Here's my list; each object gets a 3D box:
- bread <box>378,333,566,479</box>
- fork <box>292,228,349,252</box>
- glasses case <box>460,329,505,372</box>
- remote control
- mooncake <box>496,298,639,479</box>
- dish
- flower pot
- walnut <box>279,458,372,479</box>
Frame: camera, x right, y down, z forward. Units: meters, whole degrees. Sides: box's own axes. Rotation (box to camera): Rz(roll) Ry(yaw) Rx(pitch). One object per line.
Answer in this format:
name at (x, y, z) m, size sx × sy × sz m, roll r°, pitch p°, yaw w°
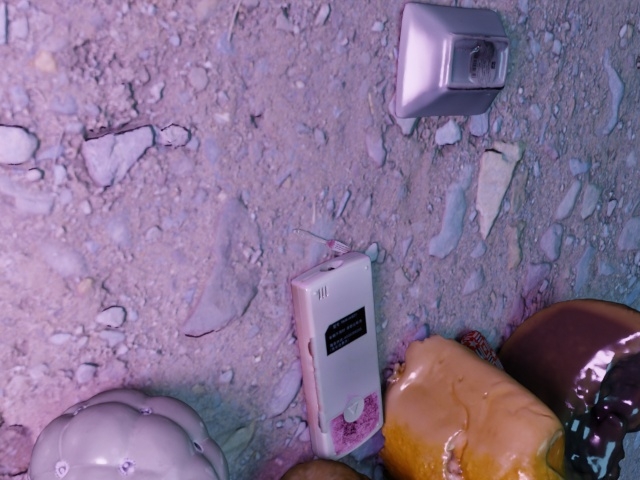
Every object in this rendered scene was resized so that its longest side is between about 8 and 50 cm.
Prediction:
bread at (0.275, 0.403, 1.241) m, size 0.250 × 0.394 × 0.360 m, roll -30°, pitch 127°, yaw -14°
fork at (-0.001, -0.001, 1.093) m, size 0.115 × 0.012 × 0.016 m, roll 19°, pitch 87°, yaw -40°
glasses case at (0.336, 0.272, 1.422) m, size 0.194 × 0.049 × 0.073 m, roll 62°, pitch 31°, yaw 0°
remote control at (0.033, 0.195, 1.159) m, size 0.145 × 0.050 × 0.343 m, roll -23°, pitch 119°, yaw -36°
mooncake at (0.564, 0.320, 1.456) m, size 0.246 × 0.394 × 0.393 m, roll 29°, pitch 43°, yaw -47°
dish at (0.235, -0.290, 1.169) m, size 0.243 × 0.080 × 0.181 m, roll -12°, pitch 111°, yaw -41°
flower pot at (-0.228, 0.303, 0.849) m, size 0.246 × 0.195 × 0.245 m, roll -16°, pitch 114°, yaw -40°
walnut at (0.025, 0.475, 1.121) m, size 0.283 × 0.227 × 0.282 m, roll -8°, pitch 135°, yaw -8°
